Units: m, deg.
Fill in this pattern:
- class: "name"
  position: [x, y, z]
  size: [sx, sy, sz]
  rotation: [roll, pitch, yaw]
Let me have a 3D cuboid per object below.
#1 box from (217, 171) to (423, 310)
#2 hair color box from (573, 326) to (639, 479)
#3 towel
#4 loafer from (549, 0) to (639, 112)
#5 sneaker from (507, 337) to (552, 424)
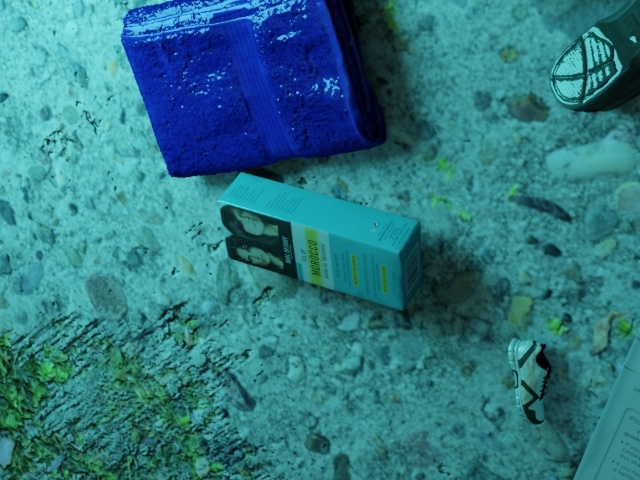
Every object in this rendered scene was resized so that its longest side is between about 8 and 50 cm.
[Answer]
- class: "box"
  position: [0.000, 0.000, 1.597]
  size: [0.244, 0.060, 0.100]
  rotation: [16, 137, 23]
- class: "hair color box"
  position: [0.413, 0.171, 1.421]
  size: [0.185, 0.113, 0.374]
  rotation: [26, 122, 18]
- class: "towel"
  position: [-0.088, -0.193, 1.572]
  size: [0.308, 0.076, 0.227]
  rotation: [-7, 106, 32]
- class: "loafer"
  position: [0.353, -0.215, 1.324]
  size: [0.267, 0.084, 0.096]
  rotation: [-34, 61, 32]
- class: "sneaker"
  position: [0.250, 0.166, 1.556]
  size: [0.044, 0.040, 0.109]
  rotation: [-5, 108, 29]
